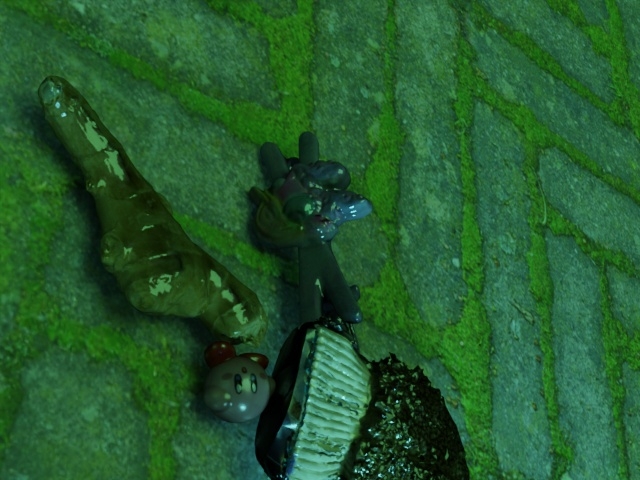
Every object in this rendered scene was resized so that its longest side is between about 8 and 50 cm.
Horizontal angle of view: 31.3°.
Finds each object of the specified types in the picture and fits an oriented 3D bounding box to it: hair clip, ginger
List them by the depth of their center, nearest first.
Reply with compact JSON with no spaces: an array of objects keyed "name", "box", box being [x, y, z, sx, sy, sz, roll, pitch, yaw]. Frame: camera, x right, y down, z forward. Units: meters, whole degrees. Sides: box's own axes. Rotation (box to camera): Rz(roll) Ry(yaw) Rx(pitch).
[{"name":"ginger","box":[-0.175,-0.015,1.126,0.334,0.081,0.148,56,38,-1]},{"name":"hair clip","box":[-0.001,0.000,1.288,0.090,0.137,0.279,56,19,-75]}]

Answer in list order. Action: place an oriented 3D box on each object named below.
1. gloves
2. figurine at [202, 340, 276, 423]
[{"name":"gloves","box":[0.068,0.224,1.217,0.312,0.135,0.210,31,42,-37]},{"name":"figurine","box":[-0.082,0.148,1.145,0.083,0.067,0.071,9,49,-33]}]
